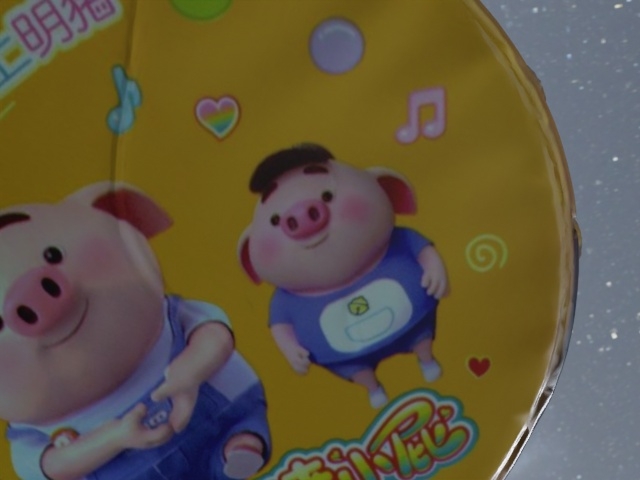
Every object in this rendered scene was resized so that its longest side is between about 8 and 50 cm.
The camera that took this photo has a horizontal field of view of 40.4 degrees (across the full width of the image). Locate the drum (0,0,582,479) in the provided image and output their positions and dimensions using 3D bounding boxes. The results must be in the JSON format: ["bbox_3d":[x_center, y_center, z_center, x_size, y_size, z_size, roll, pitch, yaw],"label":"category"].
[{"bbox_3d":[-0.066,0.000,0.545,0.214,0.431,0.431,-94,173,-78],"label":"drum"}]
